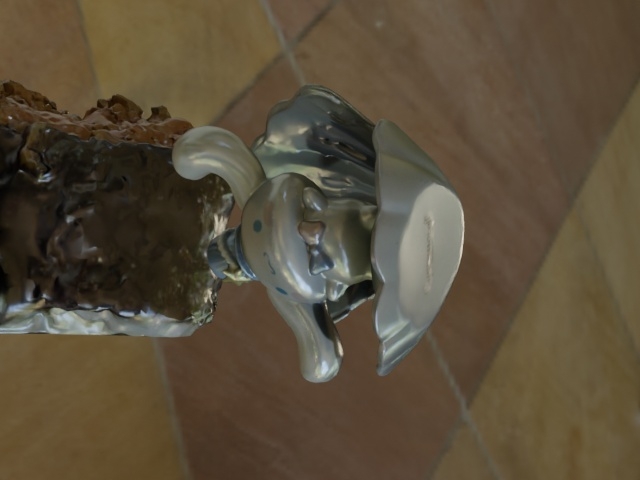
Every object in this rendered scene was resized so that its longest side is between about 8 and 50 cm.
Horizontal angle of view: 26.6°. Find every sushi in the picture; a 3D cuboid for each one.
[{"bbox_3d":[-0.236,-0.029,1.054,0.234,0.348,0.208,11,88,-83],"label":"sushi"}]

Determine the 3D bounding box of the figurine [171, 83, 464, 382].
[{"bbox_3d":[0.000,0.000,0.436,0.082,0.086,0.094,-32,126,-58],"label":"figurine"}]
